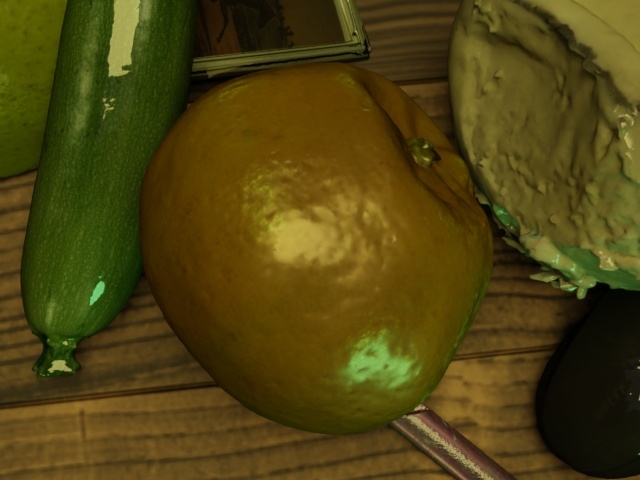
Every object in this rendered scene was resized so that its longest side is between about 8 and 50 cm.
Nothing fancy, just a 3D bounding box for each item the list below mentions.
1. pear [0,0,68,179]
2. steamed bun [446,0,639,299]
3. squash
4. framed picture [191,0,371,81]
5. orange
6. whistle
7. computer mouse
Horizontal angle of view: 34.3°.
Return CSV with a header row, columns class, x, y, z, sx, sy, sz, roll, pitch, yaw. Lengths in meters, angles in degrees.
class,x,y,z,sx,sy,sz,roll,pitch,yaw
pear,-0.243,-0.192,0.863,0.239,0.139,0.288,6,78,-14
steamed bun,0.270,-0.090,0.803,0.312,0.233,0.334,-9,44,-16
squash,-0.166,-0.080,0.816,0.107,0.107,0.395,14,98,-1
framed picture,-0.073,-0.267,0.912,0.197,0.014,0.252,-12,80,-24
orange,0.000,0.000,0.763,0.235,0.279,0.279,-36,83,12
whistle,0.125,0.188,0.857,0.176,0.033,0.033,39,79,4
computer mouse,0.293,0.081,0.849,0.269,0.086,0.137,-39,68,-11
